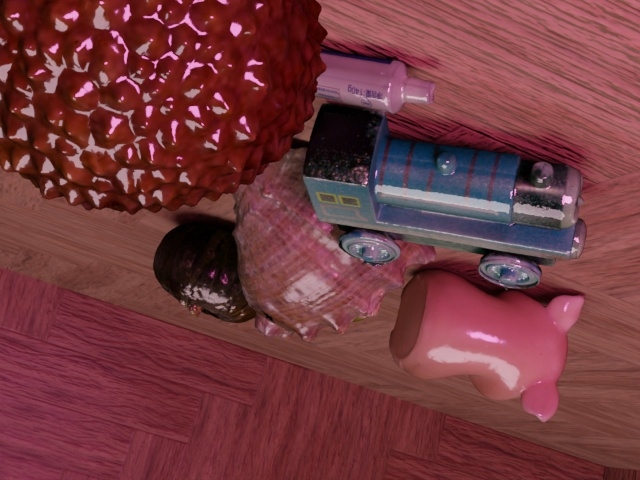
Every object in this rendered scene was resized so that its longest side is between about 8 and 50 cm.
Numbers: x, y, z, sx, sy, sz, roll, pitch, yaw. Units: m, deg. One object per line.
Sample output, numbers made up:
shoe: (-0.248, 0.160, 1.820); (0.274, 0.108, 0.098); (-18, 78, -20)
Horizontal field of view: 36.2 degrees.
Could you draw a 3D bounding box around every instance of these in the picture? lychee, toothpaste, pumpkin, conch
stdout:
lychee: (-0.119, -0.154, 0.659); (0.267, 0.268, 0.267); (15, 166, 4)
toothpaste: (-0.021, -0.157, 0.913); (0.268, 0.047, 0.069); (13, -176, 22)
pumpkin: (-0.183, 0.060, 1.682); (0.223, 0.157, 0.224); (26, 170, 5)
conch: (0.000, 0.017, 1.263); (0.297, 0.210, 0.352); (-13, 153, 34)

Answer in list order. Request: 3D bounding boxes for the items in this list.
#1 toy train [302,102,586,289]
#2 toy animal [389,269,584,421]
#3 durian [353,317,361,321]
toy train: (0.131, -0.045, 1.034); (0.298, 0.120, 0.194); (9, 157, 15)
toy animal: (0.245, 0.156, 1.520); (0.256, 0.195, 0.213); (13, 173, 0)
durian: (0.030, 0.078, 1.629); (0.139, 0.101, 0.250); (24, 164, -27)
